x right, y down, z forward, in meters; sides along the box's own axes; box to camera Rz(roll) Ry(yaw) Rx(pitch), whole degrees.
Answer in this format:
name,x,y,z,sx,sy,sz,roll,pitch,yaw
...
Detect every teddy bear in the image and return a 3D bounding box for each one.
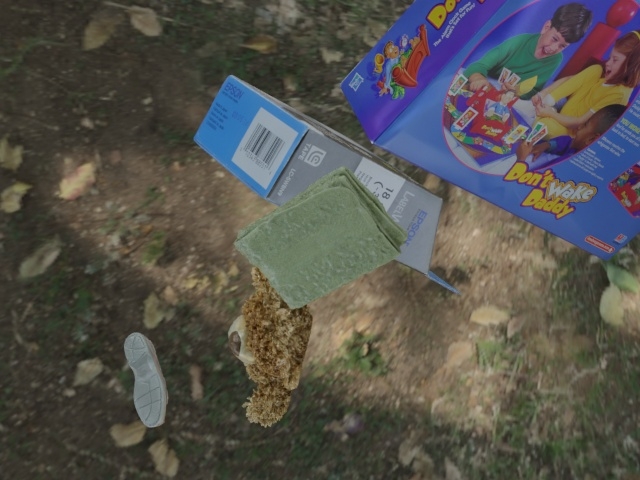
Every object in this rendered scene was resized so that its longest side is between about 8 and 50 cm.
name,x,y,z,sx,sy,sz,roll,pitch,yaw
teddy bear,-0.080,0.146,1.620,0.113,0.338,0.245,11,101,-2

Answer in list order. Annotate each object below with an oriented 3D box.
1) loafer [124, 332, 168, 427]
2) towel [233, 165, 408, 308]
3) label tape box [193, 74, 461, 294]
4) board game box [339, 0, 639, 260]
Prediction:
name,x,y,z,sx,sy,sz,roll,pitch,yaw
loafer,-0.215,0.178,1.367,0.045,0.039,0.125,-25,69,18
towel,0.000,0.000,1.043,0.148,0.027,0.110,-32,111,23
label tape box,0.032,-0.073,1.385,0.334,0.240,0.106,25,99,-35
board game box,0.221,-0.129,0.914,0.233,0.347,0.078,-46,46,23
